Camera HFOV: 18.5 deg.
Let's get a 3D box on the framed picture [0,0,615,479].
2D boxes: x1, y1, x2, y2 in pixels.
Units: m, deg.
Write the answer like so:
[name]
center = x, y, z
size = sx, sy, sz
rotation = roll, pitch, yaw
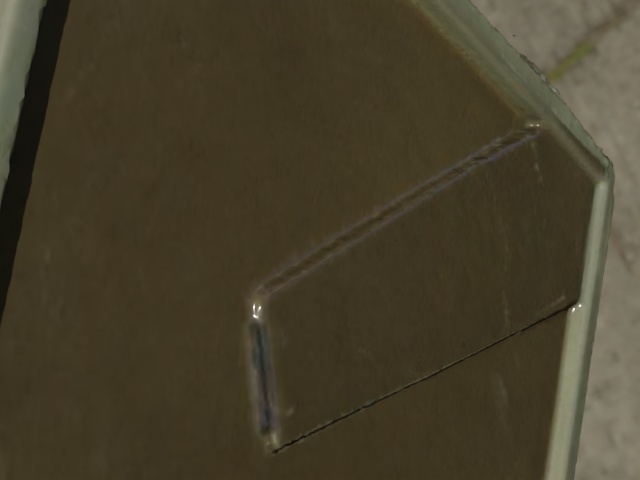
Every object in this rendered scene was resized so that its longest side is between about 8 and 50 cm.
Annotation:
[framed picture]
center = 0.003, 0.025, 0.401
size = 0.260, 0.023, 0.189
rotation = 35, 59, -57
